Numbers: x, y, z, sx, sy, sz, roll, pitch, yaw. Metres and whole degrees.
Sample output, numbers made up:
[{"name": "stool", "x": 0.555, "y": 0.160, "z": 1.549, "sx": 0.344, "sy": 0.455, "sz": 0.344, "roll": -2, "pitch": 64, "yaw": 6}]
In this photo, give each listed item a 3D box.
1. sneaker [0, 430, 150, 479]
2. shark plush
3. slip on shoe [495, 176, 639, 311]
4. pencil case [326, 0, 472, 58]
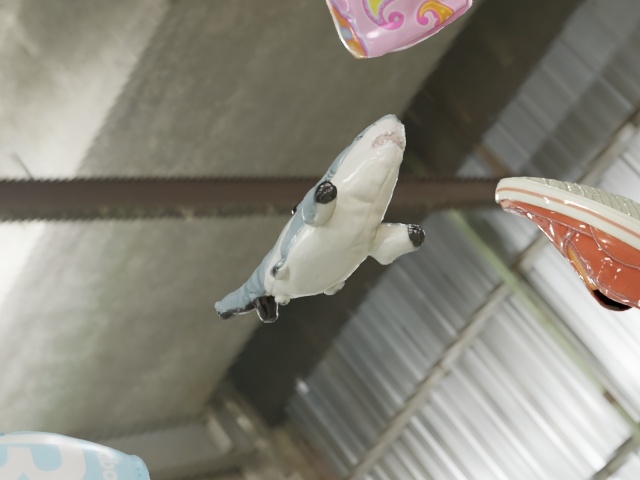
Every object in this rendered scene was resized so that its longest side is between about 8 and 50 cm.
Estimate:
[{"name": "sneaker", "x": -0.154, "y": 0.118, "z": 0.651, "sx": 0.150, "sy": 0.135, "sz": 0.366, "roll": -44, "pitch": -55, "yaw": 8}, {"name": "shark plush", "x": 0.000, "y": 0.000, "z": 0.890, "sx": 0.073, "sy": 0.067, "sz": 0.161, "roll": 15, "pitch": -46, "yaw": -22}, {"name": "slip on shoe", "x": 0.277, "y": 0.013, "z": 1.475, "sx": 0.123, "sy": 0.331, "sz": 0.101, "roll": 5, "pitch": -73, "yaw": -37}, {"name": "pencil case", "x": 0.017, "y": -0.291, "z": 1.280, "sx": 0.124, "sy": 0.284, "sz": 0.124, "roll": -28, "pitch": 11, "yaw": 6}]
